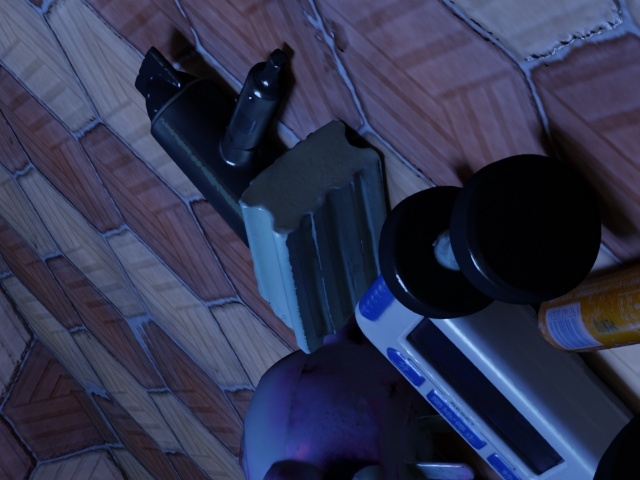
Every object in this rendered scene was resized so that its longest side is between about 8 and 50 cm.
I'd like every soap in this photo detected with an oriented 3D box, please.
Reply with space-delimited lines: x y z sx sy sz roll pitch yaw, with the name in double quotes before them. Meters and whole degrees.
"soap" 0.000 0.000 1.581 0.063 0.114 0.198 42 160 27

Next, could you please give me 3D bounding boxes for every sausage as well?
"sausage" 0.217 0.038 1.224 0.053 0.053 0.348 51 163 -3

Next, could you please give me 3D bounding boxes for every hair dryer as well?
"hair dryer" -0.076 -0.121 1.622 0.195 0.078 0.248 48 153 8

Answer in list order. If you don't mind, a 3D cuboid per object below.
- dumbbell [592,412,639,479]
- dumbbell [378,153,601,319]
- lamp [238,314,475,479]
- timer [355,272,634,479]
"dumbbell" 0.294 0.254 1.168 0.204 0.204 0.322 28 144 50
"dumbbell" 0.114 0.001 1.325 0.100 0.100 0.191 52 162 -6
"lamp" 0.057 0.229 1.811 0.247 0.247 0.301 -2 140 30
"timer" 0.147 0.108 1.505 0.253 0.078 0.178 47 160 4
